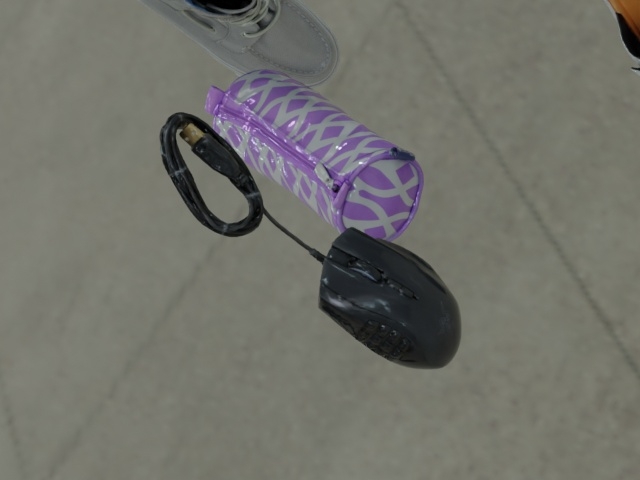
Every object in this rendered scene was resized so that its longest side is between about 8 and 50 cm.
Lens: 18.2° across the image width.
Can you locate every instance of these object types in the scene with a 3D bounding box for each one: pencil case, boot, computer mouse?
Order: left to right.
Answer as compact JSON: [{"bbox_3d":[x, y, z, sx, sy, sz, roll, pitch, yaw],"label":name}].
[{"bbox_3d":[-0.079,-0.210,1.832,0.095,0.258,0.123,-64,22,-1],"label":"boot"},{"bbox_3d":[-0.005,-0.066,1.568,0.206,0.088,0.086,36,118,49],"label":"pencil case"},{"bbox_3d":[0.000,0.000,1.229,0.041,0.242,0.071,-20,39,56],"label":"computer mouse"}]

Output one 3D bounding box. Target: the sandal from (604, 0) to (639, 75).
[{"bbox_3d":[0.252,-0.154,1.411,0.102,0.265,0.076,-30,40,28],"label":"sandal"}]
